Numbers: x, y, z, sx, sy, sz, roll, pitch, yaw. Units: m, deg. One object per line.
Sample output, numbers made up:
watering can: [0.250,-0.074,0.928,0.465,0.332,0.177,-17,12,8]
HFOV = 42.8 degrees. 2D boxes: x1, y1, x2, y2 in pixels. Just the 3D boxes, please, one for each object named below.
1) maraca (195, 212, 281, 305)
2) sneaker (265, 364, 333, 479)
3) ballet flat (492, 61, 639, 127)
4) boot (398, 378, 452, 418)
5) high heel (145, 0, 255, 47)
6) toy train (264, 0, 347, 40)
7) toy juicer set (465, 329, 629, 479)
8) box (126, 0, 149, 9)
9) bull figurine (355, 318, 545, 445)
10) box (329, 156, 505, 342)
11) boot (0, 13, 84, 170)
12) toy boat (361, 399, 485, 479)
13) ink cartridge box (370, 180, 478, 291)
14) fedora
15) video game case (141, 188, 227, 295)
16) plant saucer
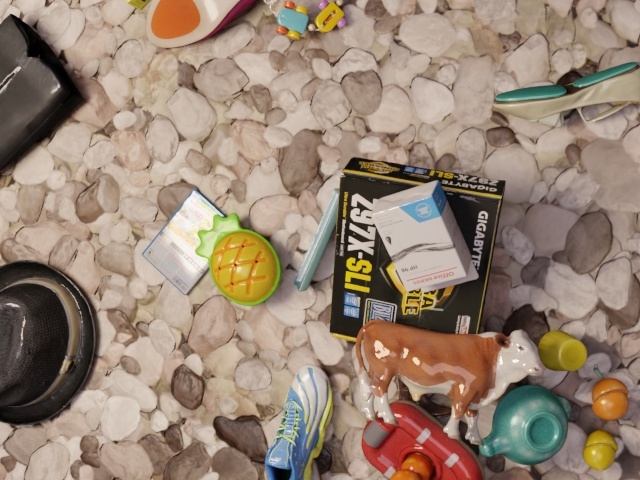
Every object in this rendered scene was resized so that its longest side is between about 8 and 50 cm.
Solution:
maraca: [-0.150,0.034,1.482,0.127,0.099,0.186,-43,75,3]
sneaker: [-0.039,0.345,1.448,0.091,0.126,0.240,10,94,12]
ballet flat: [0.417,-0.229,1.360,0.248,0.086,0.086,-12,89,12]
boot: [0.184,0.255,1.443,0.106,0.037,0.114,-2,87,15]
high heel: [-0.154,-0.468,1.496,0.377,0.181,0.127,-21,101,32]
toy train: [-0.018,-0.425,1.456,0.166,0.046,0.125,-23,98,-11]
toy juicer set: [0.380,0.332,1.362,0.209,0.089,0.329,38,84,-8]
box: [-0.288,-0.542,1.519,0.232,0.058,0.087,-37,84,11]
bull figurine: [0.201,0.219,1.318,0.310,0.101,0.189,8,77,23]
box: [0.153,0.036,1.359,0.257,0.079,0.322,12,120,14]
boot: [-0.729,-0.274,1.578,0.445,0.146,0.367,-40,93,15]
toy boat: [0.162,0.392,1.376,0.231,0.151,0.151,38,124,10]
ink cartridge box: [0.164,0.010,1.259,0.104,0.060,0.180,-18,111,25]
fedora: [-0.601,0.203,1.561,0.333,0.152,0.334,0,91,13]
video game case: [-0.246,0.003,1.545,0.119,0.015,0.166,42,100,9]
plant saucer: [0.000,0.000,1.467,0.018,0.067,0.192,23,96,-12]
